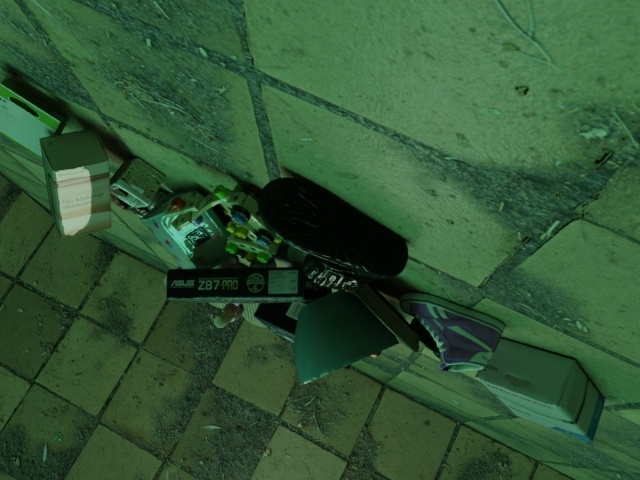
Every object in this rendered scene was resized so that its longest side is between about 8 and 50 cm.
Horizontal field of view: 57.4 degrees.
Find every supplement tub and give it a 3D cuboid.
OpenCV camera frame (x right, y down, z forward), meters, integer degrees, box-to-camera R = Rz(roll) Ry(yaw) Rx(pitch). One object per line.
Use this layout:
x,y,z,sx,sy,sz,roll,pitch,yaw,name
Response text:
-0.030,0.038,1.557,0.107,0.071,0.071,9,156,49,supplement tub

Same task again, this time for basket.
-0.540,-0.168,1.699,0.113,0.103,0.167,37,161,-28,basket

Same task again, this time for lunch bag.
-0.367,-0.032,1.707,0.262,0.160,0.223,-5,127,49,lunch bag

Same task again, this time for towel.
-0.146,0.010,1.734,0.285,0.034,0.209,34,162,-21,towel

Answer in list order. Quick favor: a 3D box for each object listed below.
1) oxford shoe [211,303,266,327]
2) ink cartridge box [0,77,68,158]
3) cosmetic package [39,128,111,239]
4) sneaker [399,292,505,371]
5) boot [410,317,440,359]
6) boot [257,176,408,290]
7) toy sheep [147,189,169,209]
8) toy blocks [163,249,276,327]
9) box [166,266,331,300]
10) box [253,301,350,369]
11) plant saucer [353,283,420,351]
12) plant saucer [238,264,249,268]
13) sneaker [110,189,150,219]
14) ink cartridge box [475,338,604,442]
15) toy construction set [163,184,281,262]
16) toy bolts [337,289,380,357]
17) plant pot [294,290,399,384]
-0.295,0.247,2.453,0.449,0.169,0.130,30,-152,-38,oxford shoe
-0.781,-0.347,1.564,0.189,0.097,0.255,35,148,-22,ink cartridge box
-0.677,-0.151,1.633,0.129,0.153,0.296,57,149,26,cosmetic package
0.297,0.234,1.465,0.282,0.161,0.102,17,162,39,sneaker
0.350,0.305,1.740,0.236,0.085,0.178,28,167,-3,boot
-0.001,0.004,1.287,0.348,0.131,0.260,31,164,-11,boot
-0.497,-0.109,1.851,0.132,0.091,0.091,30,165,-20,toy sheep
-0.313,0.088,2.016,0.288,0.309,0.260,38,-162,5,toy blocks
-0.191,0.135,1.687,0.395,0.097,0.318,-2,170,15,box
-0.031,0.325,2.266,0.343,0.179,0.312,21,164,23,box
0.171,0.186,1.569,0.278,0.041,0.278,45,-177,-3,plant saucer
-0.285,0.149,2.399,0.199,0.036,0.198,25,164,8,plant saucer
-0.571,-0.112,1.935,0.276,0.097,0.135,31,166,-7,sneaker
0.583,0.392,1.538,0.223,0.129,0.307,12,158,45,ink cartridge box
-0.214,-0.050,1.457,0.215,0.151,0.328,7,166,39,toy construction set
0.150,0.228,1.835,0.228,0.158,0.218,32,127,23,toy bolts
0.045,0.251,1.614,0.290,0.290,0.195,109,139,-74,plant pot
